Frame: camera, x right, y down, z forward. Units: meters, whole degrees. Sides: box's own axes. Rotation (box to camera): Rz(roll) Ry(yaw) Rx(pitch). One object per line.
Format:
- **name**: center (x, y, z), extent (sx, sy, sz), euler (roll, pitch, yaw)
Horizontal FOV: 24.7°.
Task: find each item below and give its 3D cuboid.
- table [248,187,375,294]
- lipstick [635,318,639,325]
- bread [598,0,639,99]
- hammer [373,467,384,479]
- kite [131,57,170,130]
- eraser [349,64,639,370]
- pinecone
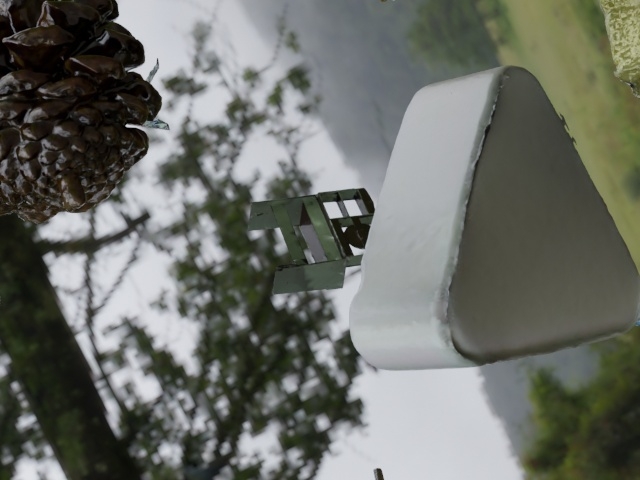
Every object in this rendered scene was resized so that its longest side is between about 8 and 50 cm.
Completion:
- **table**: center (0.000, 0.000, 2.082), extent (0.146, 0.175, 0.062), euler (-113, 24, -46)
- **lipstick**: center (0.444, 0.111, 2.221), extent (0.048, 0.158, 0.048), euler (174, 90, -73)
- **bread**: center (0.370, -0.331, 1.774), extent (0.138, 0.077, 0.361), euler (27, -133, -56)
- **hammer**: center (0.106, 0.446, 1.980), extent (0.029, 0.058, 0.292), euler (1, 107, 55)
- **kite**: center (-0.251, -0.205, 2.031), extent (0.011, 0.157, 0.139), euler (-32, -100, -39)
- **eraser**: center (0.164, 0.021, 1.530), extent (0.331, 0.150, 0.331), euler (8, -102, -42)
- **pinecone**: center (-0.284, -0.159, 1.467), extent (0.244, 0.244, 0.309), euler (51, -162, -47)
